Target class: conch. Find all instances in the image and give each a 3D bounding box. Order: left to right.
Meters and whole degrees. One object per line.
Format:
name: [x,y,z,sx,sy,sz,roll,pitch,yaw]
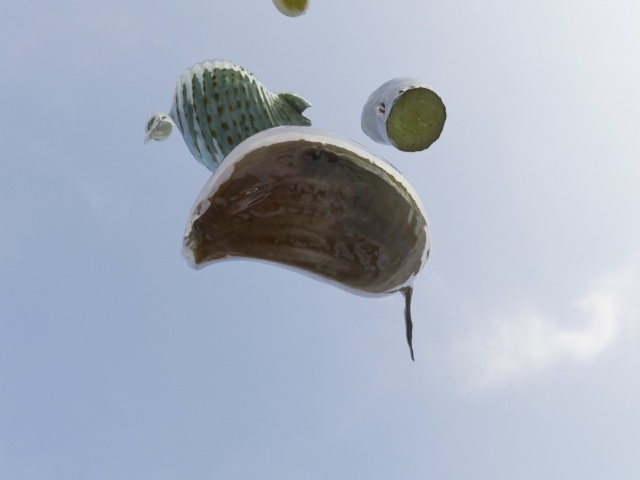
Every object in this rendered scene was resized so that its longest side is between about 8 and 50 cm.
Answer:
conch: [-0.120,-0.159,0.736,0.131,0.200,0.172,-36,-51,-48]

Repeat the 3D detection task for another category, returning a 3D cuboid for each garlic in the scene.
garlic: [0.012,-0.005,0.384,0.198,0.090,0.128,25,-87,-20]

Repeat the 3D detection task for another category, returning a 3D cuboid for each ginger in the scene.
ginger: [0.130,-0.205,0.860,0.117,0.263,0.109,-10,-74,-1]

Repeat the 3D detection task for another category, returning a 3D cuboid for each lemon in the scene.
lemon: [-0.047,-0.380,0.825,0.062,0.062,0.083,-53,-50,-11]

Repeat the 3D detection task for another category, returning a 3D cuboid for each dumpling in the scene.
dumpling: [-0.261,-0.176,0.858,0.043,0.077,0.059,31,-80,-34]
